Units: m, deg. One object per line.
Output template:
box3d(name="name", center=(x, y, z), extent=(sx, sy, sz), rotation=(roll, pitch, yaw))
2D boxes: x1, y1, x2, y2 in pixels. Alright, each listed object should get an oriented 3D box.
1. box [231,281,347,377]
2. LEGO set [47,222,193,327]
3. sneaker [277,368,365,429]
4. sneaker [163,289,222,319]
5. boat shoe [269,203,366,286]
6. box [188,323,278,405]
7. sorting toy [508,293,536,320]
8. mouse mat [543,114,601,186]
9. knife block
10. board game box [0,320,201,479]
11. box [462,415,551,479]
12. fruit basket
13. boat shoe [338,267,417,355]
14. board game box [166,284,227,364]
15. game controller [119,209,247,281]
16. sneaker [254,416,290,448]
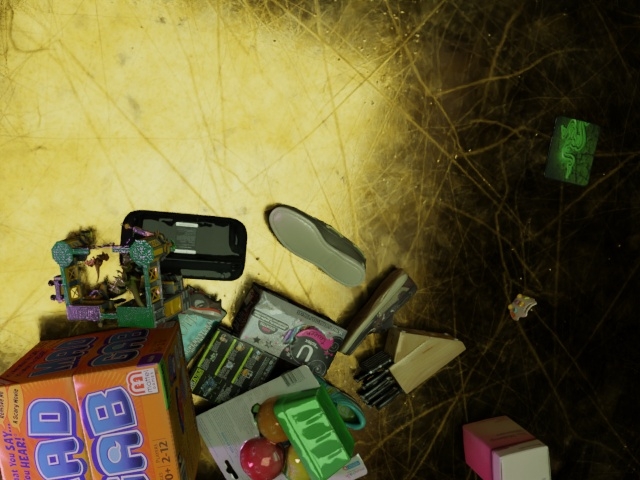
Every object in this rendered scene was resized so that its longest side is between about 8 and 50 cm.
box3d(name="box", center=(-0.084, 0.231, 1.803), extent=(0.247, 0.163, 0.142), rotation=(26, 88, -15))
box3d(name="LEGO set", center=(-0.454, 0.081, 1.655), extent=(0.332, 0.192, 0.254), rotation=(-9, 98, 22))
box3d(name="sneaker", center=(0.006, 0.430, 1.876), extent=(0.275, 0.110, 0.107), rotation=(27, 89, -14))
box3d(name="sneaker", center=(-0.325, 0.154, 1.775), extent=(0.158, 0.061, 0.064), rotation=(18, 64, -16))
box3d(name="boat shoe", center=(-0.003, 0.003, 1.837), extent=(0.305, 0.091, 0.109), rotation=(38, 124, -13))
box3d(name="box", center=(-0.233, 0.342, 1.817), extent=(0.184, 0.045, 0.190), rotation=(28, 96, -11))
box3d(name="sorting toy", center=(0.589, 0.192, 2.009), extent=(0.045, 0.075, 0.083), rotation=(43, 85, -14))
box3d(name="mouse mat", center=(0.736, -0.260, 2.032), extent=(0.153, 0.007, 0.189), rotation=(10, 93, -14))
box3d(name="knife block", center=(0.243, 0.368, 1.939), extent=(0.276, 0.088, 0.241), rotation=(10, 94, -15))
box3d(name="board game box", center=(-0.492, 0.422, 1.602), extent=(0.357, 0.356, 0.356), rotation=(-8, 98, -3))
box3d(name="box", center=(0.518, 0.603, 1.956), extent=(0.149, 0.232, 0.126), rotation=(-9, 99, -13))
box3d(name="fruit basket", center=(-0.104, 0.522, 1.786), extent=(0.353, 0.165, 0.326), rotation=(-28, 94, 19))
box3d(name="boat shoe", center=(0.160, 0.207, 1.895), extent=(0.092, 0.103, 0.285), rotation=(40, 80, -10))
box3d(name="board game box", center=(-0.349, 0.226, 1.809), extent=(0.126, 0.026, 0.186), rotation=(38, 86, -15))
box3d(name="game controller", center=(-0.347, 0.014, 1.778), extent=(0.320, 0.067, 0.166), rotation=(5, 80, -15))
box3d(name="sneaker", center=(-0.147, 0.509, 1.872), extent=(0.162, 0.063, 0.073), rotation=(25, 87, -15))
